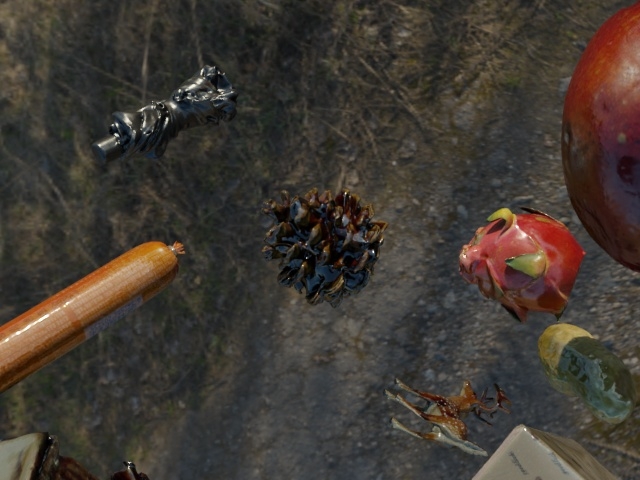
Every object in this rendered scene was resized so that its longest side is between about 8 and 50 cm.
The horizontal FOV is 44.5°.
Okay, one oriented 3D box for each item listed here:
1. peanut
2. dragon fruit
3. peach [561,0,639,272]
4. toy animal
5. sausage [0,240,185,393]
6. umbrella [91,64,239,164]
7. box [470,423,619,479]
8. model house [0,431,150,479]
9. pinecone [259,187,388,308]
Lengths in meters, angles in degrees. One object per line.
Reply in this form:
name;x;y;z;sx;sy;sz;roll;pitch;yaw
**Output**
peanut;0.476;0.239;1.399;0.120;0.110;0.236;-39;34;4
dragon fruit;0.395;0.044;1.536;0.227;0.224;0.224;27;109;19
peach;0.500;-0.121;1.059;0.335;0.406;0.310;0;51;11
toy animal;0.249;0.339;1.503;0.260;0.243;0.087;21;115;-6
sausage;-0.266;0.094;0.714;0.053;0.348;0.053;38;147;30
umbrella;-0.265;-0.202;1.333;0.122;0.272;0.110;15;133;49
box;0.274;0.368;0.931;0.225;0.297;0.190;-51;57;5
model house;-0.326;0.416;0.934;0.317;0.282;0.297;-23;36;31
pinecone;-0.002;0.013;1.568;0.243;0.257;0.243;-173;90;-81
